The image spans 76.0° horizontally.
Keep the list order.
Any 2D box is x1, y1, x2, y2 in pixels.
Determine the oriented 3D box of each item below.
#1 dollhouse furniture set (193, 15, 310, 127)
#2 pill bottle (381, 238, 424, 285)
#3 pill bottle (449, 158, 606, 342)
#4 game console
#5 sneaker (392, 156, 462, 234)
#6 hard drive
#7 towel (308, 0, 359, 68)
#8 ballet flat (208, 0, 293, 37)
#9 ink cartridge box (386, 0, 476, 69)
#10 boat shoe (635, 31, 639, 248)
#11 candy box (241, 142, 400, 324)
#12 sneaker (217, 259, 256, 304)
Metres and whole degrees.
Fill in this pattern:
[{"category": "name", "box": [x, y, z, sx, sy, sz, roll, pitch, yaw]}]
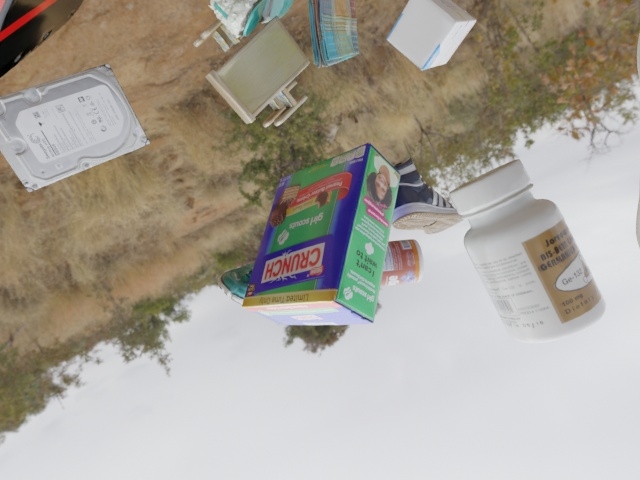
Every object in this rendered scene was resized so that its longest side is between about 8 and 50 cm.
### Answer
[{"category": "dollhouse furniture set", "box": [-0.242, -0.520, 1.319, 0.256, 0.362, 0.394, -47, -153, -9]}, {"category": "pill bottle", "box": [0.161, 0.065, 1.119, 0.216, 0.121, 0.121, -6, -177, -3]}, {"category": "pill bottle", "box": [0.278, 0.012, 0.570, 0.131, 0.229, 0.131, -27, -179, 0]}, {"category": "game console", "box": [-0.445, -0.415, 0.657, 0.342, 0.060, 0.386, -27, -140, 34]}, {"category": "sneaker", "box": [0.239, -0.103, 0.977, 0.099, 0.153, 0.282, -34, 156, 35]}, {"category": "hard drive", "box": [-0.679, -0.306, 1.107, 0.339, 0.236, 0.064, -30, -157, -23]}, {"category": "towel", "box": [0.043, -0.608, 1.058, 0.040, 0.271, 0.370, 3, -152, 18]}, {"category": "ballet flat", "box": [-0.184, -0.691, 1.148, 0.147, 0.147, 0.408, -23, -153, 32]}, {"category": "ink cartridge box", "box": [0.204, -0.379, 0.737, 0.143, 0.090, 0.092, -37, 168, -48]}, {"category": "boat shoe", "box": [0.352, -0.130, 0.355, 0.096, 0.335, 0.112, -21, -154, -28]}, {"category": "candy box", "box": [0.000, 0.000, 0.812, 0.268, 0.122, 0.317, -12, -124, 45]}, {"category": "sneaker", "box": [-0.144, 0.073, 0.983, 0.110, 0.107, 0.275, -53, 169, 21]}]
